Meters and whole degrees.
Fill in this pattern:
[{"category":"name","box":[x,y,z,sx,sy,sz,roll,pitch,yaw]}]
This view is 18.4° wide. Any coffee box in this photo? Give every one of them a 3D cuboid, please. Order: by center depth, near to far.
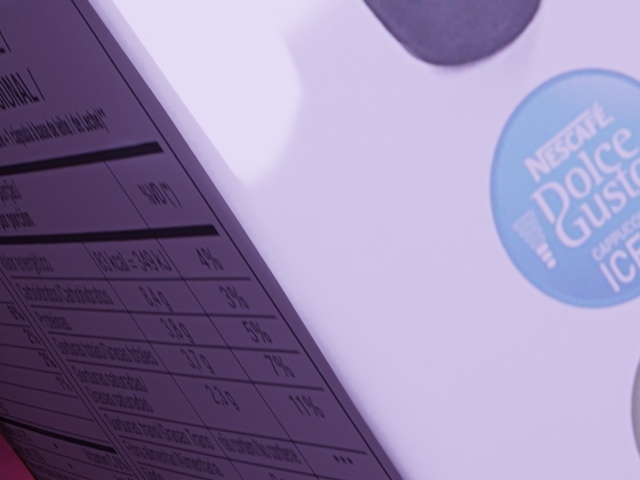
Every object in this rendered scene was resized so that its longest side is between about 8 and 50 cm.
[{"category":"coffee box","box":[0.078,-0.033,0.605,0.337,0.334,0.338,-39,-165,-21]}]

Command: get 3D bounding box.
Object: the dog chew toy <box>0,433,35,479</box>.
[{"category":"dog chew toy","box":[-0.263,0.166,1.309,0.331,0.207,0.206,-30,174,-11]}]
